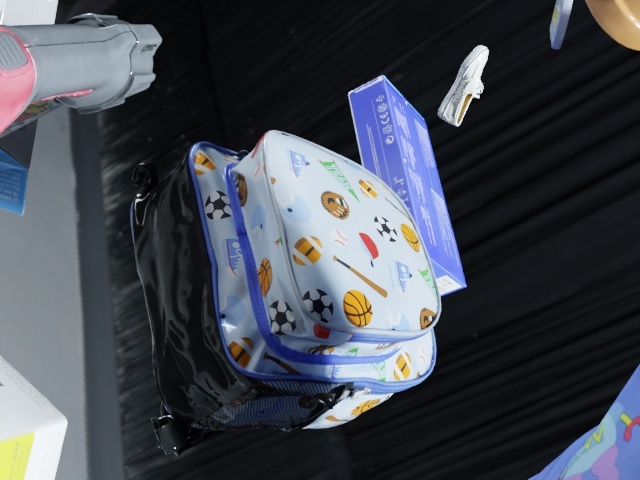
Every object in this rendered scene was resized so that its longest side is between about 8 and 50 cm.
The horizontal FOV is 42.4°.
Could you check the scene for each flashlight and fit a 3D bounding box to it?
[{"bbox_3d":[-0.224,-0.120,0.615,0.103,0.103,0.304,17,17,6],"label":"flashlight"}]

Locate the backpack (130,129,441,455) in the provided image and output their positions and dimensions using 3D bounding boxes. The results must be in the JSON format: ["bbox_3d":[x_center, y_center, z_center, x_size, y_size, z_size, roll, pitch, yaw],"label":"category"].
[{"bbox_3d":[-0.017,0.042,0.743,0.263,0.213,0.277,19,52,-47],"label":"backpack"}]

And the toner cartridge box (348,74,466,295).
[{"bbox_3d":[0.142,-0.089,1.373,0.165,0.075,0.348,36,38,-51],"label":"toner cartridge box"}]

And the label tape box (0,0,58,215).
[{"bbox_3d":[-0.500,-0.219,1.110,0.106,0.240,0.334,-14,118,-69],"label":"label tape box"}]

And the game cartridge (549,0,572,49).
[{"bbox_3d":[0.351,-0.326,1.207,0.056,0.017,0.083,-85,178,-45],"label":"game cartridge"}]

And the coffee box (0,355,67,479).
[{"bbox_3d":[-0.522,0.272,0.841,0.337,0.338,0.334,30,21,31],"label":"coffee box"}]

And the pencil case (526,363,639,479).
[{"bbox_3d":[0.153,0.174,0.469,0.119,0.306,0.133,30,43,1],"label":"pencil case"}]

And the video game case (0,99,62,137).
[{"bbox_3d":[-0.369,-0.148,0.958,0.015,0.166,0.119,68,18,0],"label":"video game case"}]

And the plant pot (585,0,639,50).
[{"bbox_3d":[0.644,-0.511,1.490,0.290,0.203,0.291,2,86,-29],"label":"plant pot"}]

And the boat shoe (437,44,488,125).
[{"bbox_3d":[0.180,-0.185,0.996,0.035,0.100,0.035,38,19,26],"label":"boat shoe"}]
